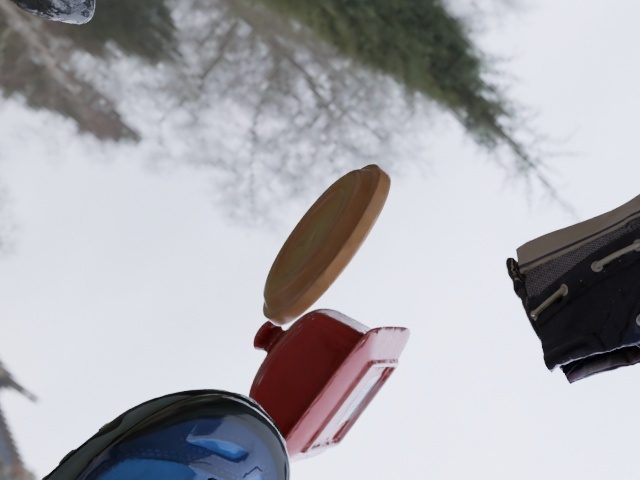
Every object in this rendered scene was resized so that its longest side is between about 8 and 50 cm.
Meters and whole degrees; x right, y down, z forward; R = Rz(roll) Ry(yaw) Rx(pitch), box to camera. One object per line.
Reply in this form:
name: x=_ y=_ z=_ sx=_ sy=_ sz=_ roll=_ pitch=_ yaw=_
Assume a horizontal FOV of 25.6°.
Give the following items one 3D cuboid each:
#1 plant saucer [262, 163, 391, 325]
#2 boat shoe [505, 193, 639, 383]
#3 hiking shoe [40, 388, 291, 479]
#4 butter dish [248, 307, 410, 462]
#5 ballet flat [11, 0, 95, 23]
plant saucer: x=0.000 y=0.000 z=0.618 sx=0.083 sy=0.013 sz=0.083 roll=-50 pitch=-167 yaw=16
boat shoe: x=0.368 y=0.033 z=1.487 sx=0.340 sy=0.127 sz=0.158 roll=-28 pitch=-124 yaw=29
hiking shoe: x=-0.084 y=0.182 z=0.510 sx=0.132 sy=0.113 sz=0.304 roll=-9 pitch=-140 yaw=51
butter dish: x=-0.012 y=0.118 z=1.306 sx=0.160 sy=0.118 sz=0.160 roll=-54 pitch=163 yaw=7
ballet flat: x=-0.166 y=-0.189 z=0.804 sx=0.057 sy=0.049 sz=0.173 roll=-29 pitch=-126 yaw=19
